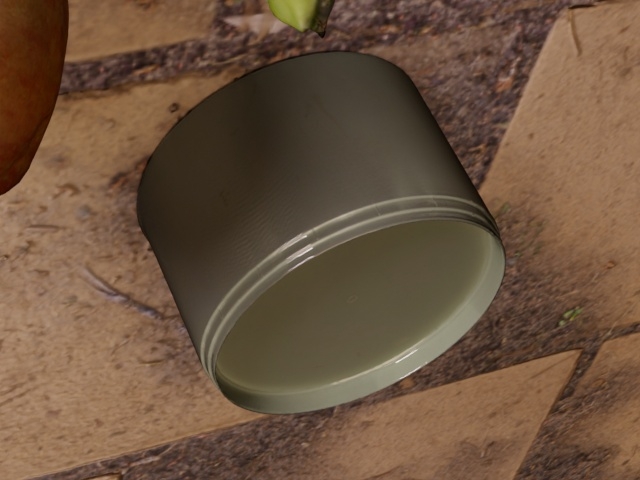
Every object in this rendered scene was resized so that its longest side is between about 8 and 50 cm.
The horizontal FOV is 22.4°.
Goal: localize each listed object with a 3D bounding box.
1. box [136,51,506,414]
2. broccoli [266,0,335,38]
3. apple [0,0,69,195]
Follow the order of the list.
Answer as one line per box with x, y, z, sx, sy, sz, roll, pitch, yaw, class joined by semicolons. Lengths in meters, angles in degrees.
0.000;0.000;1.140;0.226;0.149;0.226;-19;148;-12;box
-0.054;-0.214;0.652;0.180;0.242;0.273;6;134;-14;broccoli
-0.226;-0.106;0.763;0.211;0.211;0.188;-29;169;3;apple
